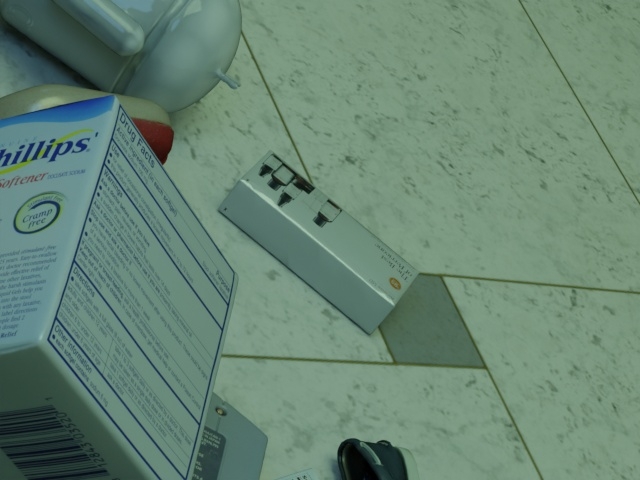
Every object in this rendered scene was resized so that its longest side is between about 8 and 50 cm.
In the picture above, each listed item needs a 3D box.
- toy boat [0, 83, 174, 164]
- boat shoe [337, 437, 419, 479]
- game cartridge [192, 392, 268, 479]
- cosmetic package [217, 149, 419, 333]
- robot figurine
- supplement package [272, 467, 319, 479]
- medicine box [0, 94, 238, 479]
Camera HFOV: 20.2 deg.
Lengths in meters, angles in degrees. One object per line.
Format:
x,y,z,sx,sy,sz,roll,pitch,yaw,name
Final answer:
-0.275,-0.081,1.975,0.231,0.151,0.151,7,75,-37,toy boat
0.068,0.300,1.863,0.079,0.095,0.254,19,36,-22,boat shoe
-0.196,0.189,1.792,0.294,0.060,0.196,30,39,-13,game cartridge
0.000,0.000,2.172,0.239,0.060,0.099,39,36,1,cosmetic package
-0.241,-0.287,2.156,0.353,0.200,0.300,36,18,-3,robot figurine
-0.085,0.334,1.603,0.203,0.194,0.149,-11,58,-47,supplement package
-0.214,0.067,1.617,0.263,0.149,0.289,59,31,-42,medicine box
